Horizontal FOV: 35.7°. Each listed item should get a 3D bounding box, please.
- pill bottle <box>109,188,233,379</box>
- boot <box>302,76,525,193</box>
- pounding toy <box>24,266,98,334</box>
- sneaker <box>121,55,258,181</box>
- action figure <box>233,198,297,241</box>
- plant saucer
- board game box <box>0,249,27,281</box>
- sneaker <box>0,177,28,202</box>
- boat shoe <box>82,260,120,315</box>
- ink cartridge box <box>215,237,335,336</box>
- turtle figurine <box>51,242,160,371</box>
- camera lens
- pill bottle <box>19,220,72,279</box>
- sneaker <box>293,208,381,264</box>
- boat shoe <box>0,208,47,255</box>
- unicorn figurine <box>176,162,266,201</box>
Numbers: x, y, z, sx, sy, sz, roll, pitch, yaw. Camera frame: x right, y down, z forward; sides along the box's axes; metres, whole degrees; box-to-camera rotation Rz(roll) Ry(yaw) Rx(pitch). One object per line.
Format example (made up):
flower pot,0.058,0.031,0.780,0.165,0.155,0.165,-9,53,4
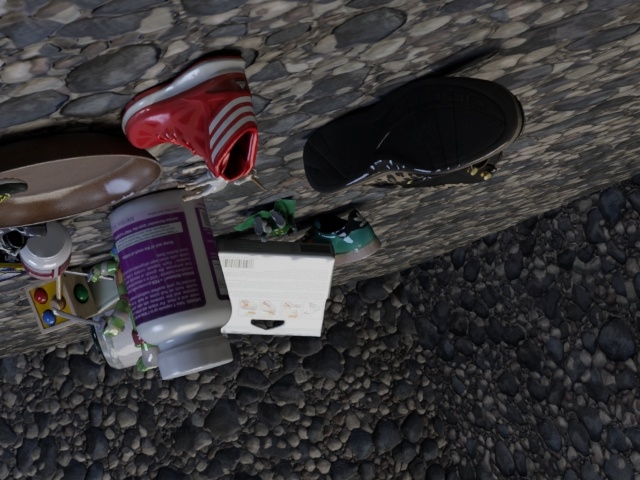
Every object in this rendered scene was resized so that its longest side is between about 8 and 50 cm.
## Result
pill bottle,-0.247,0.077,1.703,0.169,0.301,0.169,-15,172,-2
boot,0.194,-0.153,1.535,0.377,0.138,0.284,-17,172,40
pounding toy,-0.553,0.118,2.116,0.141,0.130,0.100,-19,-177,28
sneaker,-0.153,-0.117,1.151,0.087,0.128,0.221,-9,170,-38
action figure,-0.097,-0.035,2.119,0.137,0.063,0.232,-19,176,5
plant saucer,-0.365,-0.079,1.306,0.310,0.050,0.310,-16,173,-2
board game box,-0.597,0.045,1.742,0.141,0.048,0.170,-16,173,19
sneaker,-0.385,-0.050,1.168,0.083,0.035,0.031,-12,172,-19
boat shoe,-0.454,0.100,2.188,0.305,0.109,0.091,-24,164,29
ink cartridge box,-0.116,0.112,2.326,0.275,0.060,0.239,3,126,-9
turtle figurine,-0.424,0.136,2.014,0.275,0.266,0.198,-38,-146,-30
camera lens,-0.414,0.179,2.413,0.274,0.219,0.219,-15,172,-3
pill bottle,-0.454,0.012,1.642,0.086,0.086,0.152,-13,172,-18
sneaker,0.000,0.000,2.381,0.302,0.121,0.108,-16,-162,35
boat shoe,-0.481,-0.009,1.516,0.206,0.065,0.075,-22,170,41
unicorn figurine,-0.164,-0.098,1.571,0.111,0.060,0.162,-13,-172,-17
